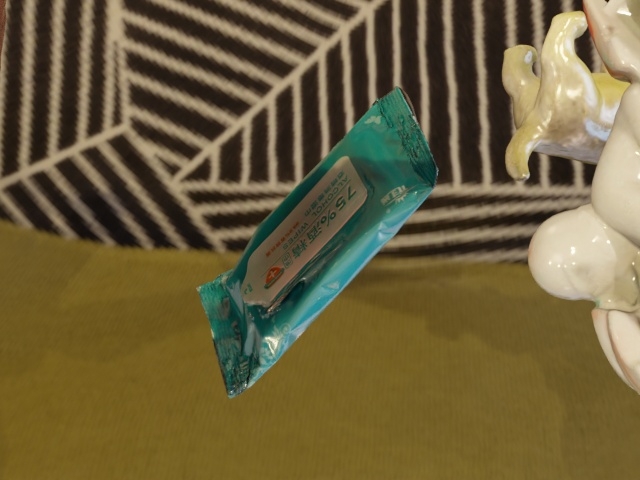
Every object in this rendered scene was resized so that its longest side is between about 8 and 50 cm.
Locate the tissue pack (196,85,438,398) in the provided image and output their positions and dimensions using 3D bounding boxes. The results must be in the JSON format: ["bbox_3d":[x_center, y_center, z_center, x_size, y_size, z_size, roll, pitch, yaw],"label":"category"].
[{"bbox_3d":[0.000,0.000,0.654,0.028,0.085,0.138,31,110,-29],"label":"tissue pack"}]

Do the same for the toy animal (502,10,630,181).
[{"bbox_3d":[0.260,-0.105,1.251,0.233,0.121,0.169,12,72,-25],"label":"toy animal"}]

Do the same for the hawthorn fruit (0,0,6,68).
[{"bbox_3d":[-0.340,-0.121,0.890,0.311,0.295,0.295,-8,105,34],"label":"hawthorn fruit"}]

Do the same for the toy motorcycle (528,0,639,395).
[{"bbox_3d":[0.174,-0.010,0.653,0.170,0.110,0.260,-15,81,16],"label":"toy motorcycle"}]
